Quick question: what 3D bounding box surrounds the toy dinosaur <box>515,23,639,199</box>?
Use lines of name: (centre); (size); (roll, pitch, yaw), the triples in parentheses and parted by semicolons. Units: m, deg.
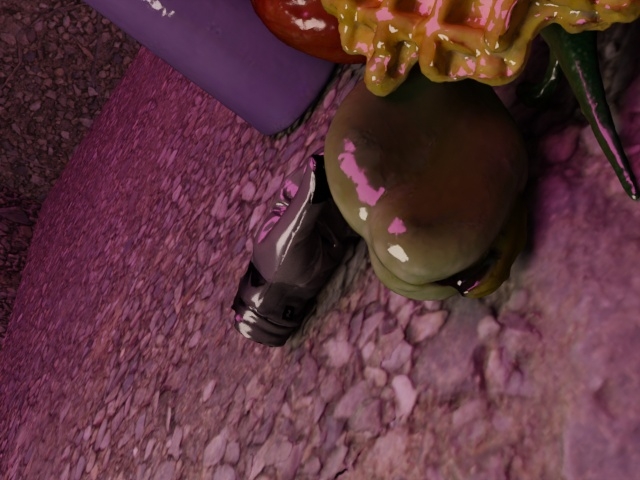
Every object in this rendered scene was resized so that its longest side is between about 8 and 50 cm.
toy dinosaur: (0.196, -0.273, 0.505); (0.301, 0.087, 0.447); (-57, 47, 43)

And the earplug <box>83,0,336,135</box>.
earplug: (-0.197, -0.354, 0.958); (0.215, 0.455, 0.215); (-42, 31, 32)

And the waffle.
waffle: (0.114, -0.265, 0.488); (0.311, 0.060, 0.307); (-13, 84, 32)

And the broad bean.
broad bean: (0.091, -0.058, 0.549); (0.100, 0.169, 0.228); (88, 161, -66)

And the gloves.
gloves: (-0.008, -0.003, 0.681); (0.285, 0.142, 0.119); (-45, 60, 26)

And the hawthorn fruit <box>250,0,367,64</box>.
hawthorn fruit: (-0.002, -0.317, 0.844); (0.189, 0.251, 0.190); (-178, 90, -89)
